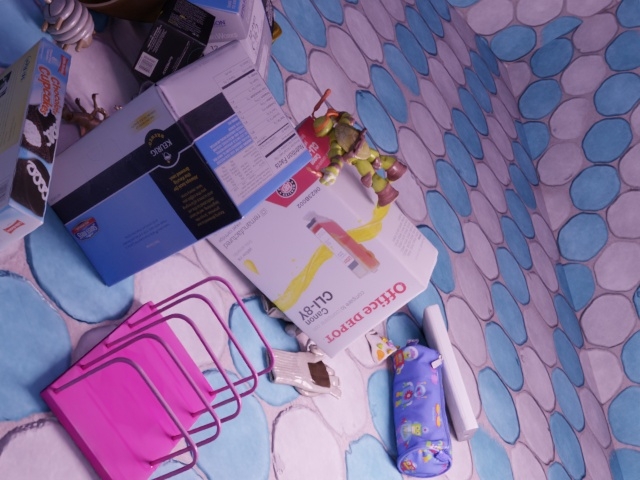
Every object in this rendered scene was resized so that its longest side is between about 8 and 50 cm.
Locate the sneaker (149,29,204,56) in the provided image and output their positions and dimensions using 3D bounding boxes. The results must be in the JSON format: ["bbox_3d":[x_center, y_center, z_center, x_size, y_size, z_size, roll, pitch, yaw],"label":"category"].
[{"bbox_3d":[-0.298,-0.427,1.861,0.192,0.064,0.086,-29,96,-58],"label":"sneaker"}]

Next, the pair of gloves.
[{"bbox_3d":[-0.038,0.200,1.766,0.204,0.042,0.240,31,41,-43],"label":"pair of gloves"}]

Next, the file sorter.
[{"bbox_3d":[-0.225,0.208,1.311,0.202,0.182,0.291,57,29,-9],"label":"file sorter"}]

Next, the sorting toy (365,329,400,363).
[{"bbox_3d":[0.141,0.242,2.031,0.075,0.045,0.083,48,26,15],"label":"sorting toy"}]

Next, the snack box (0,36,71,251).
[{"bbox_3d":[-0.451,-0.123,1.227,0.060,0.187,0.322,35,39,-40],"label":"snack box"}]

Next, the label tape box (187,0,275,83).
[{"bbox_3d":[-0.192,-0.515,1.828,0.348,0.115,0.249,75,16,-56],"label":"label tape box"}]

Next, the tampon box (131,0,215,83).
[{"bbox_3d":[-0.277,-0.376,1.644,0.101,0.120,0.161,26,29,-16],"label":"tampon box"}]

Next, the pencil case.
[{"bbox_3d":[0.231,0.377,1.952,0.119,0.133,0.306,34,39,-31],"label":"pencil case"}]

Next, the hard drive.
[{"bbox_3d":[0.316,0.330,2.131,0.203,0.040,0.308,78,-4,-69],"label":"hard drive"}]

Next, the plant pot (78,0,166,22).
[{"bbox_3d":[-0.364,-0.531,1.713,0.254,0.237,0.237,21,47,-69],"label":"plant pot"}]

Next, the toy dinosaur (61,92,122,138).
[{"bbox_3d":[-0.392,-0.200,1.550,0.183,0.053,0.093,36,54,-35],"label":"toy dinosaur"}]

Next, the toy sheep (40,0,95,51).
[{"bbox_3d":[-0.458,-0.397,1.559,0.132,0.091,0.091,54,24,-54],"label":"toy sheep"}]

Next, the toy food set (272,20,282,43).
[{"bbox_3d":[-0.179,-0.507,2.136,0.128,0.071,0.218,34,30,-1],"label":"toy food set"}]

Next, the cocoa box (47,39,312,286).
[{"bbox_3d":[-0.236,-0.115,1.371,0.228,0.347,0.231,57,39,-11],"label":"cocoa box"}]

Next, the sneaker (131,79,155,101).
[{"bbox_3d":[-0.289,-0.293,1.724,0.153,0.101,0.269,35,38,-39],"label":"sneaker"}]

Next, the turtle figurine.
[{"bbox_3d":[0.063,-0.174,1.601,0.217,0.087,0.269,37,34,-20],"label":"turtle figurine"}]

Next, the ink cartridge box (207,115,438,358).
[{"bbox_3d":[0.000,0.000,1.690,0.384,0.279,0.160,45,30,-9],"label":"ink cartridge box"}]
